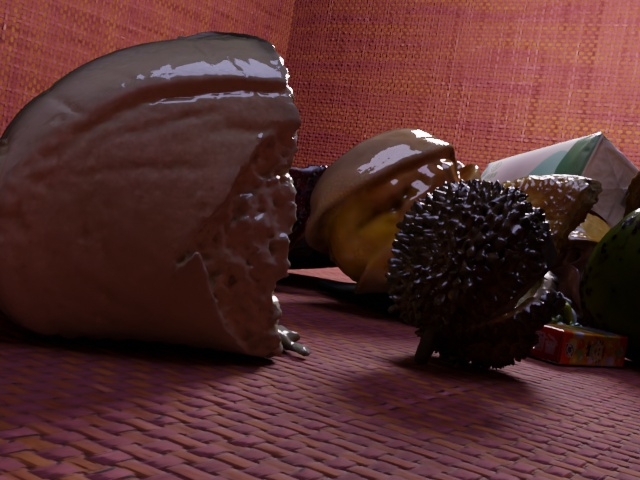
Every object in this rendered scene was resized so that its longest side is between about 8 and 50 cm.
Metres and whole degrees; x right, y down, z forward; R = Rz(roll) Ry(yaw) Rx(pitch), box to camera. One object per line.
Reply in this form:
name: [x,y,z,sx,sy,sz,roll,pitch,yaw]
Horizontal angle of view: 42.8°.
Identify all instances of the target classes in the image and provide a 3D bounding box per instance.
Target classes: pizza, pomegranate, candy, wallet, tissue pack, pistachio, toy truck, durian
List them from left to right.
wallet: [0.118,0.088,1.162,0.146,0.030,0.285,10,1,-27]
pistachio: [0.117,-0.041,1.148,0.229,0.230,0.308,11,29,37]
durian: [0.135,0.041,0.764,0.196,0.196,0.166,7,-7,-43]
pizza: [0.262,-0.012,1.260,0.257,0.268,0.087,23,-18,41]
tissue pack: [0.428,-0.034,1.586,0.193,0.266,0.356,36,-18,-17]
toy truck: [0.309,0.103,1.101,0.111,0.076,0.077,10,18,-46]
candy: [0.288,0.118,0.929,0.121,0.038,0.062,8,3,-35]
pomegranate: [0.428,0.036,1.012,0.214,0.214,0.248,9,39,4]

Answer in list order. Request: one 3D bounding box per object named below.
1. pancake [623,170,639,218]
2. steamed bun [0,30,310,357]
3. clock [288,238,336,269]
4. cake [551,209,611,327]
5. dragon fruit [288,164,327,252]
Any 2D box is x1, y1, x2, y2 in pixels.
pancake: [0.538,0.032,1.103,0.065,0.356,0.356,-29,10,-10]
steamed bun: [-0.146,-0.056,0.684,0.273,0.273,0.290,7,-1,-30]
clock: [0.000,0.000,1.411,0.324,0.067,0.325,-3,-9,0]
cake: [0.389,0.063,1.299,0.207,0.185,0.178,30,34,-13]
dragon fruit: [-0.154,-0.013,1.186,0.316,0.152,0.205,-9,1,-25]
